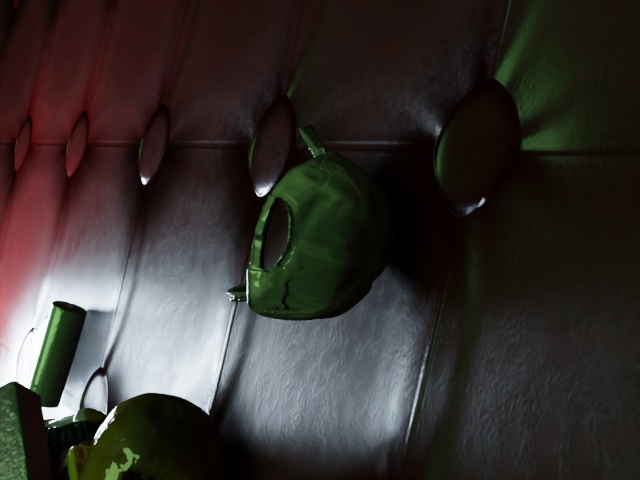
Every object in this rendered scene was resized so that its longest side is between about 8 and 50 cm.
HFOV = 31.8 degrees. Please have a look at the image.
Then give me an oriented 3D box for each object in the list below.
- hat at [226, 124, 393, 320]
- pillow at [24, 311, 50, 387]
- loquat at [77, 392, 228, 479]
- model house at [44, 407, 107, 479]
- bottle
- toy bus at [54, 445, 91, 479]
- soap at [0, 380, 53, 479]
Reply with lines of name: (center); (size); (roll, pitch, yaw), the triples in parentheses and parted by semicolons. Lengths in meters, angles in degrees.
hat: (-0.003, -0.002, 1.328); (0.232, 0.161, 0.275); (-62, 6, 2)
pillow: (-0.584, 0.223, 2.364); (0.211, 0.034, 0.135); (-40, 49, 49)
loquat: (-0.226, 0.320, 1.527); (0.238, 0.193, 0.238); (-56, 12, 18)
model house: (-0.464, 0.353, 1.897); (0.301, 0.271, 0.190); (-22, 71, 28)
bottle: (-0.521, 0.224, 2.210); (0.072, 0.072, 0.201); (30, 104, 60)
toy bus: (-0.383, 0.481, 1.771); (0.330, 0.152, 0.144); (-61, 33, 25)
soap: (-0.504, 0.366, 1.717); (0.181, 0.081, 0.259); (-28, 51, 9)
